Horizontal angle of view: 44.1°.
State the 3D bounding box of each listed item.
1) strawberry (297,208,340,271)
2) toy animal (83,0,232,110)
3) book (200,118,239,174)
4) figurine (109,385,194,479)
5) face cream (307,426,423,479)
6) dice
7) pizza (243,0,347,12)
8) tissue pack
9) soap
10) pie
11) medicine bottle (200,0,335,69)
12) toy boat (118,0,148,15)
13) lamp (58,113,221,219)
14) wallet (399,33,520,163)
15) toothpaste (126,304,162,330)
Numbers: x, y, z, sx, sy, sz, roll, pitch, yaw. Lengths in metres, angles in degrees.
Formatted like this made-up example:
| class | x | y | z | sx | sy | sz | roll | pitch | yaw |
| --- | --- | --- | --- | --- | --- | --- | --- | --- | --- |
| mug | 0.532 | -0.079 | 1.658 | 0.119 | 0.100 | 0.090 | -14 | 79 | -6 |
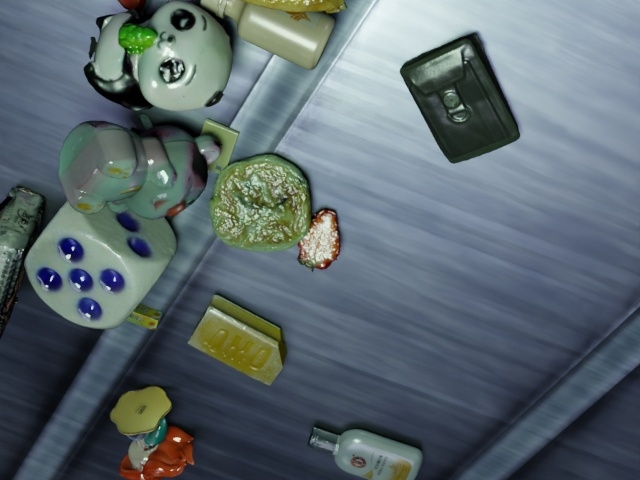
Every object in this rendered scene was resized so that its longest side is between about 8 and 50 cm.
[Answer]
| class | x | y | z | sx | sy | sz | roll | pitch | yaw |
| --- | --- | --- | --- | --- | --- | --- | --- | --- | --- |
| strawberry | 0.001 | 0.000 | 1.774 | 0.104 | 0.048 | 0.152 | 23 | 104 | 5 |
| toy animal | -0.306 | -0.350 | 1.510 | 0.267 | 0.212 | 0.212 | 2 | 121 | 33 |
| book | -0.229 | -0.202 | 1.718 | 0.077 | 0.014 | 0.111 | 22 | 121 | -4 |
| figurine | -0.439 | 0.537 | 2.076 | 0.208 | 0.181 | 0.257 | -15 | 127 | -15 |
| face cream | 0.111 | 0.551 | 2.041 | 0.291 | 0.071 | 0.144 | 21 | 120 | -1 |
| dice | -0.484 | 0.032 | 1.752 | 0.251 | 0.259 | 0.243 | 39 | 116 | -11 |
| pizza | -0.081 | -0.559 | 1.412 | 0.280 | 0.075 | 0.287 | 3 | 98 | -6 |
| tissue pack | -0.742 | 0.062 | 1.824 | 0.123 | 0.245 | 0.332 | 18 | 121 | -19 |
| soap | -0.190 | 0.244 | 1.924 | 0.232 | 0.073 | 0.140 | 29 | 124 | -8 |
| pie | -0.128 | -0.074 | 1.732 | 0.241 | 0.054 | 0.240 | 2 | 108 | 6 |
| medicine bottle | -0.104 | -0.427 | 1.516 | 0.252 | 0.114 | 0.114 | 24 | 120 | -4 |
| toy boat | -0.374 | -0.520 | 1.545 | 0.069 | 0.058 | 0.172 | -1 | 125 | 11 |
| lamp | -0.382 | -0.161 | 1.629 | 0.247 | 0.301 | 0.247 | -45 | 61 | 26 |
| wallet | 0.282 | -0.273 | 1.575 | 0.169 | 0.052 | 0.245 | -22 | 115 | 24 |
| toothpaste | -0.481 | 0.171 | 1.950 | 0.179 | 0.043 | 0.037 | 21 | 119 | -2 |
